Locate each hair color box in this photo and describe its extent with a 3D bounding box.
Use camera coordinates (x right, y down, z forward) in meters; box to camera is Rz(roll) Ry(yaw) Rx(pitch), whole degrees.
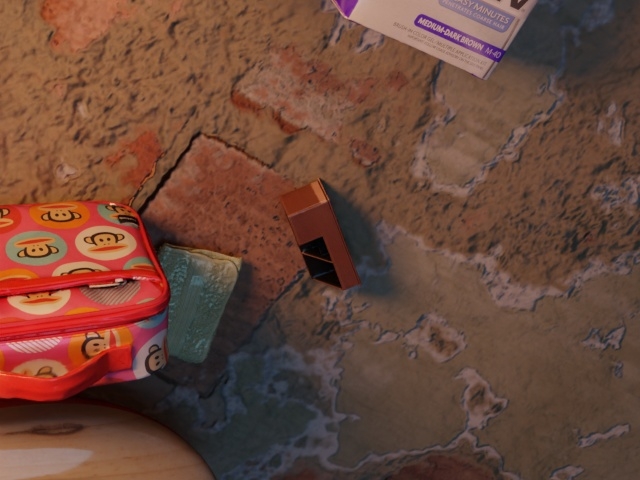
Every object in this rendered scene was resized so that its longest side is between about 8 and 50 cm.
[{"bbox_3d":[0.168,-0.349,1.794,0.185,0.110,0.339,20,112,-29],"label":"hair color box"}]

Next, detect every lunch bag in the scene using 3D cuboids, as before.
[{"bbox_3d":[-0.301,0.072,1.807,0.293,0.258,0.120,-7,125,-16],"label":"lunch bag"}]

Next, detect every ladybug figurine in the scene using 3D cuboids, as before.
[{"bbox_3d":[-0.327,0.291,2.006,0.449,0.162,0.305,2,122,-21],"label":"ladybug figurine"}]

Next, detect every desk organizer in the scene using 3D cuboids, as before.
[{"bbox_3d":[0.000,0.000,2.003,0.050,0.047,0.130,-23,127,-2],"label":"desk organizer"}]

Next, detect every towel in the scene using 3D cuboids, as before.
[{"bbox_3d":[-0.156,0.071,2.006,0.110,0.027,0.148,10,118,-25],"label":"towel"}]
